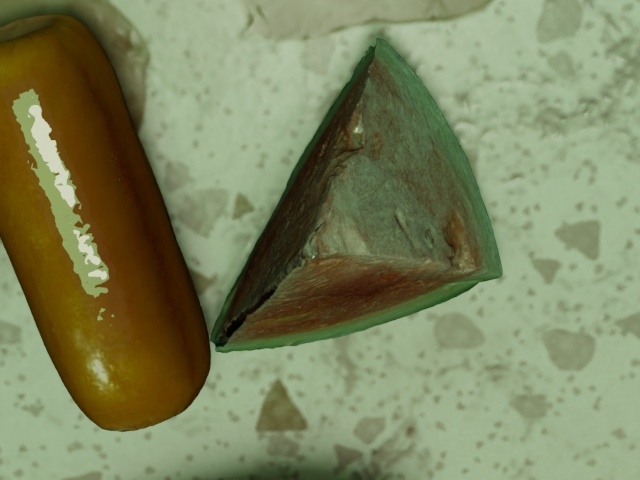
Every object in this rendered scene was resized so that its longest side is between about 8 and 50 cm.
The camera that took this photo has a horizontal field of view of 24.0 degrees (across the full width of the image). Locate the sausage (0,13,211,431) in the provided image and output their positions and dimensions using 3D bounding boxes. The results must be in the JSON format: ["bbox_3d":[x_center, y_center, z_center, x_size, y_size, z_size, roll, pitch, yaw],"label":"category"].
[{"bbox_3d":[-0.148,-0.007,0.952,0.105,0.105,0.274,-17,105,5],"label":"sausage"}]

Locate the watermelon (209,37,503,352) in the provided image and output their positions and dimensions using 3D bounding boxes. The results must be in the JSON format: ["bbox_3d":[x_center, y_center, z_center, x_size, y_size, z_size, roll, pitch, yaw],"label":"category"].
[{"bbox_3d":[-0.005,-0.012,0.930,0.207,0.202,0.136,-35,64,7],"label":"watermelon"}]
